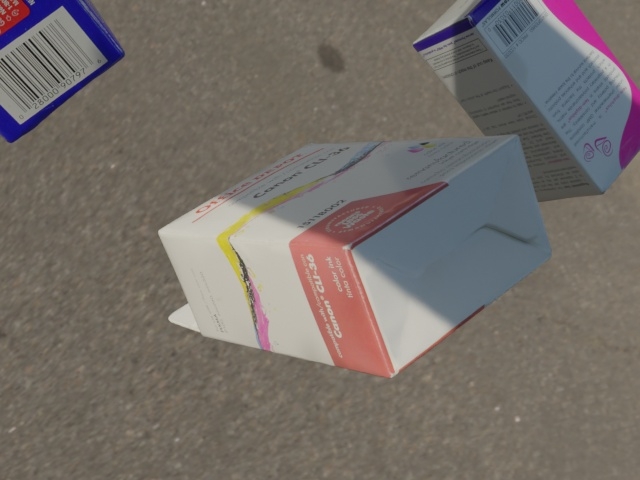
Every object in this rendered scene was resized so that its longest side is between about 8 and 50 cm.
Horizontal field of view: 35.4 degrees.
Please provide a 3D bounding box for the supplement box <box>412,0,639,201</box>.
[{"bbox_3d":[0.216,-0.156,0.998,0.111,0.114,0.220,-46,104,-19],"label":"supplement box"}]

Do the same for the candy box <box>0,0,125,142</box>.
[{"bbox_3d":[-0.304,-0.266,0.733,0.317,0.122,0.268,55,0,40],"label":"candy box"}]

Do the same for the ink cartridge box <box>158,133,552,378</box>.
[{"bbox_3d":[0.000,0.000,0.510,0.115,0.198,0.067,-32,111,-32],"label":"ink cartridge box"}]
